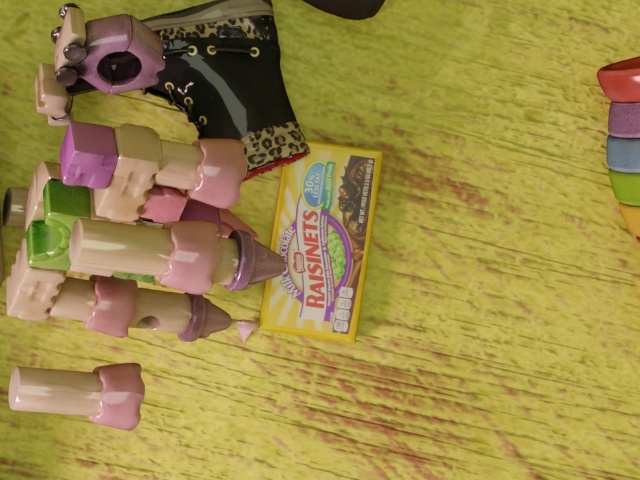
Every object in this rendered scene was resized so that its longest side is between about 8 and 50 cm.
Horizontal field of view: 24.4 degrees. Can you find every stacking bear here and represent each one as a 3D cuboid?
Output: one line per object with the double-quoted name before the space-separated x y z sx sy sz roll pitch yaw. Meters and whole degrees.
"stacking bear" 0.383 -0.047 1.517 0.164 0.175 0.289 -12 100 -5

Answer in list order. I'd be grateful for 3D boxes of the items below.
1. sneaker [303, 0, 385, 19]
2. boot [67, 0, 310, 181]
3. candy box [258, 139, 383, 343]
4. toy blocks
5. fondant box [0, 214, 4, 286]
"sneaker" -0.063 -0.306 1.474 0.286 0.130 0.109 35 128 1
"boot" -0.138 -0.137 1.500 0.236 0.085 0.178 -18 85 -7
"candy box" 0.000 0.000 1.551 0.105 0.027 0.206 8 91 0
"toy blocks" -0.147 -0.011 1.425 0.260 0.288 0.309 7 48 -23
"fondant box" -0.490 -0.059 1.463 0.330 0.096 0.238 -2 103 -5
